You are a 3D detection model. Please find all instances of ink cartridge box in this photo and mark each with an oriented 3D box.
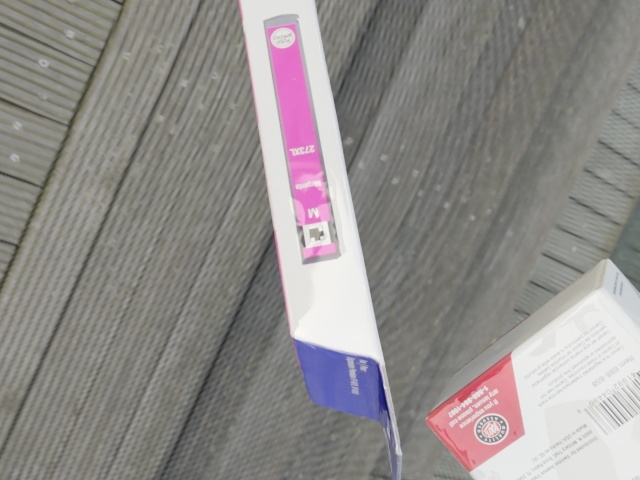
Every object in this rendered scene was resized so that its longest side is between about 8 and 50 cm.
[{"bbox_3d":[0.260,0.187,0.812,0.197,0.273,0.114,-42,176,24],"label":"ink cartridge box"},{"bbox_3d":[0.000,0.000,0.712,0.069,0.371,0.176,-12,156,-1],"label":"ink cartridge box"}]
